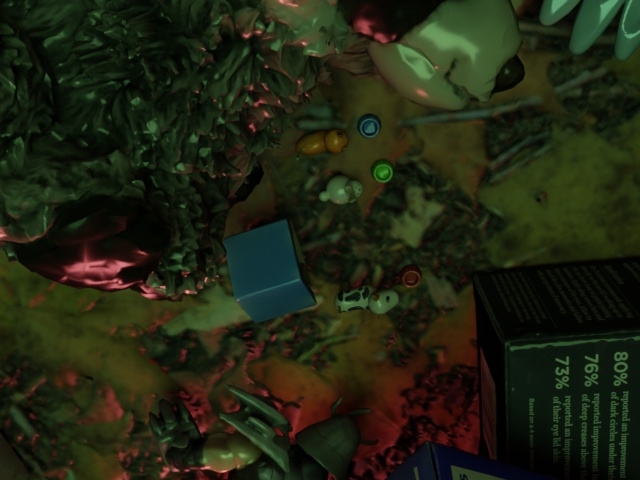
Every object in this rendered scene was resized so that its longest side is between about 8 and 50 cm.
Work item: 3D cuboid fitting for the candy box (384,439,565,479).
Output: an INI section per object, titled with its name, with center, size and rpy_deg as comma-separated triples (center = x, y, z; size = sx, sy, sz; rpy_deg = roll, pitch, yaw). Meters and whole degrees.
[candy box]
center = 0.129, 0.273, 0.502
size = 0.317, 0.122, 0.268
rpy_deg = 20, 127, -19

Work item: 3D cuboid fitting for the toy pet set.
[toy pet set]
center = 0.000, 0.000, 0.521
size = 0.114, 0.065, 0.122
rpy_deg = -17, 109, 6

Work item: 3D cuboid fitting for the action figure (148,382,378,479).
[action figure]
center = -0.075, 0.203, 0.583
size = 0.285, 0.099, 0.185
rpy_deg = -41, 98, 10

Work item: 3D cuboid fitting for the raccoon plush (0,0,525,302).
[raccoon plush]
center = -0.112, -0.179, 0.379
size = 0.446, 0.216, 0.299
rpy_deg = 34, 105, -11

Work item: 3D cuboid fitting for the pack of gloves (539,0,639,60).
[pack of gloves]
center = 0.138, -0.228, 0.459
size = 0.195, 0.046, 0.232
rpy_deg = 21, 109, 8

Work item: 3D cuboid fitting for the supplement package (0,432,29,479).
[supplement package]
center = -0.356, 0.134, 0.500
size = 0.198, 0.199, 0.263
rpy_deg = -25, 108, 9

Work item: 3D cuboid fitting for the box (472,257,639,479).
[box]
center = 0.209, 0.099, 0.532
size = 0.207, 0.108, 0.153
rpy_deg = -4, 110, 2
